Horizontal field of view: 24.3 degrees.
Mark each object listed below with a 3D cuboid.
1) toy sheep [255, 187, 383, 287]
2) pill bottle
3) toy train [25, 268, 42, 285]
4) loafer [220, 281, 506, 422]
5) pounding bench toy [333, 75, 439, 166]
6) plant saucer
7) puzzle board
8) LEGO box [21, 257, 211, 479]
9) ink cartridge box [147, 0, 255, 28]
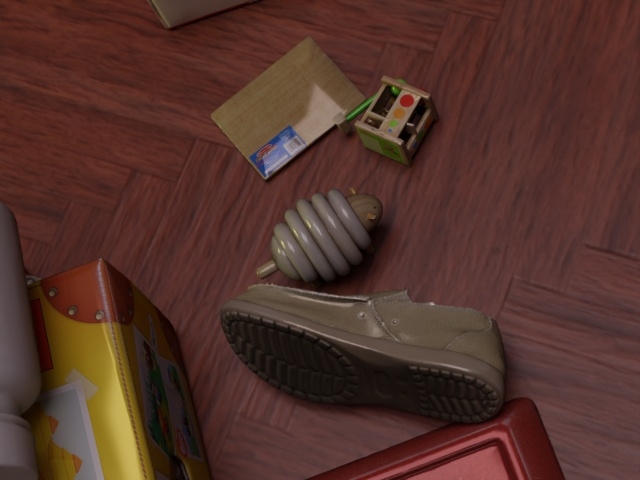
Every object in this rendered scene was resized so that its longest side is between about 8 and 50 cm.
[{"bbox_3d":[0.000,0.000,1.367,0.132,0.091,0.091,-36,65,-1],"label":"toy sheep"},{"bbox_3d":[-0.289,0.088,1.170,0.131,0.131,0.229,-18,65,7],"label":"pill bottle"},{"bbox_3d":[-0.340,0.078,1.423,0.248,0.105,0.143,28,88,22],"label":"toy train"},{"bbox_3d":[0.042,0.090,1.320,0.269,0.102,0.092,14,45,17],"label":"loafer"},{"bbox_3d":[0.062,-0.122,1.419,0.083,0.052,0.065,25,77,22],"label":"pounding bench toy"},{"bbox_3d":[0.101,0.285,1.253,0.259,0.048,0.258,-21,66,5],"label":"plant saucer"},{"bbox_3d":[-0.032,-0.130,1.470,0.128,0.011,0.096,-39,66,-2],"label":"puzzle board"},{"bbox_3d":[-0.268,0.323,1.251,0.372,0.193,0.500,-20,66,6],"label":"LEGO box"},{"bbox_3d":[-0.115,-0.362,1.532,0.172,0.100,0.237,-17,66,7],"label":"ink cartridge box"}]
